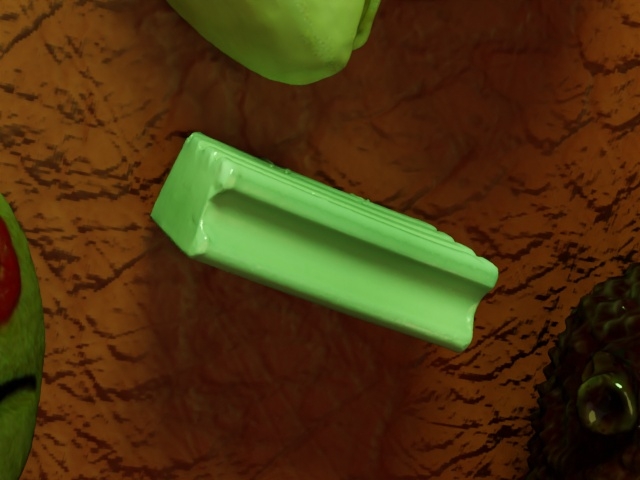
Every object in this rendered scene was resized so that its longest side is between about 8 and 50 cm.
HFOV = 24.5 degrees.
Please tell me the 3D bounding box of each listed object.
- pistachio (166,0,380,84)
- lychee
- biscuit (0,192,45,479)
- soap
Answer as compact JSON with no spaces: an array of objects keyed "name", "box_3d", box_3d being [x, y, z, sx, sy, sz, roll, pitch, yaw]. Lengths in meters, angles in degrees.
[{"name":"pistachio","box_3d":[-0.039,-0.192,0.882,0.145,0.117,0.200,-13,123,23]},{"name":"lychee","box_3d":[0.285,0.144,0.982,0.330,0.306,0.306,27,93,-29]},{"name":"biscuit","box_3d":[-0.258,-0.009,0.768,0.063,0.314,0.367,-13,141,24]},{"name":"soap","box_3d":[0.000,0.000,0.939,0.198,0.119,0.066,21,96,-24]}]
